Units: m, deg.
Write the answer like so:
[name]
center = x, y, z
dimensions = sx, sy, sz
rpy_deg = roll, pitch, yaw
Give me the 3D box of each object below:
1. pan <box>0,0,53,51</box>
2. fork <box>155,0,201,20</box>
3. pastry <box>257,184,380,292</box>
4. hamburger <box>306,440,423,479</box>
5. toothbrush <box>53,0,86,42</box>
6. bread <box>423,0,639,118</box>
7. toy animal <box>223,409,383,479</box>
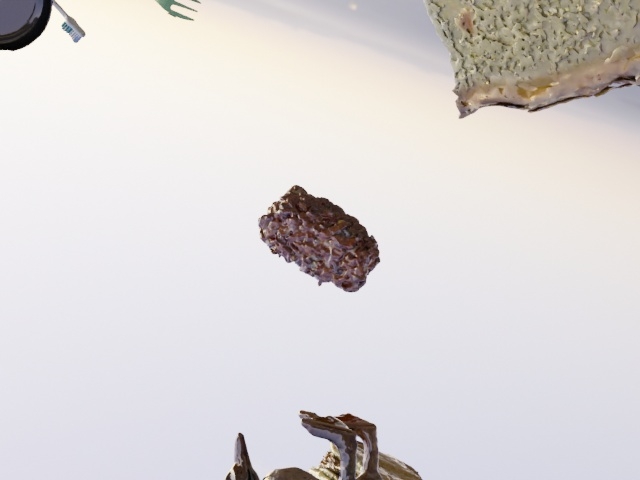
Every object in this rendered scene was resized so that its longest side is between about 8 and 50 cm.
[pan]
center = -0.349, -0.316, 1.265
dimensions = 0.115, 0.212, 0.040
rpy_deg = 5, -149, -36
[fork]
center = -0.282, -0.387, 1.742
dimensions = 0.235, 0.039, 0.021
rpy_deg = 24, 180, 31
[pastry]
center = 0.001, -0.002, 1.750
dimensions = 0.208, 0.115, 0.097
rpy_deg = 29, -155, 21
[hamburger]
center = 0.112, 0.477, 2.027
dimensions = 0.259, 0.144, 0.283
rpy_deg = 28, 179, -34
[toothbrush]
center = -0.536, -0.481, 2.021
dimensions = 0.304, 0.030, 0.030
rpy_deg = 49, -176, -11
[bread]
center = 0.306, -0.301, 1.215
dimensions = 0.315, 0.248, 0.279
rpy_deg = -7, -152, 42
[toy animal]
center = 0.019, 0.290, 1.240
dimensions = 0.298, 0.185, 0.122
rpy_deg = 19, -174, 25
